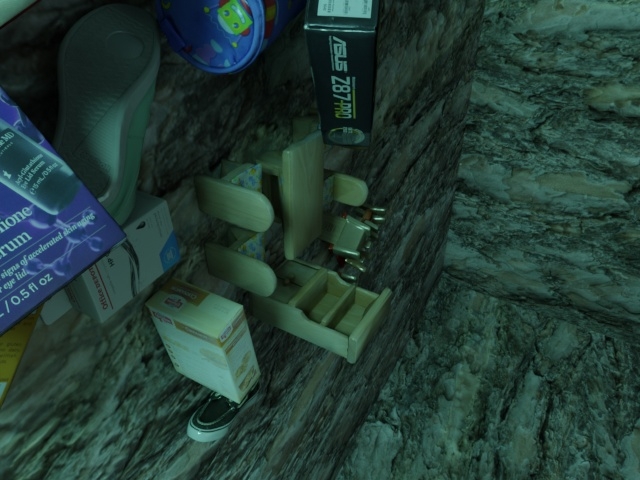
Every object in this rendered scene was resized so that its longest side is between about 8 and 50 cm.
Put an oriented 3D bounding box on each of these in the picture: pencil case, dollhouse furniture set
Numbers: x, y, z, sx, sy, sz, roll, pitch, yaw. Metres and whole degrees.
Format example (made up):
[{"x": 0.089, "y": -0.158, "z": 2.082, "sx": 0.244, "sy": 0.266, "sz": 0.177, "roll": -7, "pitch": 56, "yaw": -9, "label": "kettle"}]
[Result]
[{"x": -0.092, "y": -0.303, "z": 0.600, "sx": 0.306, "sy": 0.133, "sz": 0.119, "roll": -71, "pitch": 146, "yaw": -51, "label": "pencil case"}, {"x": 0.000, "y": 0.000, "z": 0.930, "sx": 0.362, "sy": 0.256, "sz": 0.394, "roll": -44, "pitch": 145, "yaw": -47, "label": "dollhouse furniture set"}, {"x": 0.061, "y": 0.010, "z": 1.278, "sx": 0.259, "sy": 0.135, "sz": 0.262, "roll": 66, "pitch": 46, "yaw": -72, "label": "dollhouse furniture set"}]

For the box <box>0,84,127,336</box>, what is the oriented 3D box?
[{"x": -0.285, "y": -0.028, "z": 0.366, "sx": 0.207, "sy": 0.108, "sz": 0.153, "roll": 54, "pitch": 49, "yaw": -18, "label": "box"}]

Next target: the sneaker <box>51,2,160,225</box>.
[{"x": -0.243, "y": -0.132, "z": 0.554, "sx": 0.151, "sy": 0.094, "sz": 0.256, "roll": 137, "pitch": -38, "yaw": -66, "label": "sneaker"}]

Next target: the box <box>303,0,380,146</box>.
[{"x": 0.049, "y": -0.386, "z": 0.735, "sx": 0.318, "sy": 0.097, "sz": 0.395, "roll": 81, "pitch": 13, "yaw": -76, "label": "box"}]

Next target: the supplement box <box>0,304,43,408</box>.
[{"x": -0.337, "y": 0.075, "z": 0.483, "sx": 0.080, "sy": 0.078, "sz": 0.234, "roll": 34, "pitch": 75, "yaw": -62, "label": "supplement box"}]

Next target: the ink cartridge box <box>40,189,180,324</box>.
[{"x": -0.268, "y": 0.027, "z": 0.615, "sx": 0.180, "sy": 0.060, "sz": 0.104, "roll": -48, "pitch": 148, "yaw": -42, "label": "ink cartridge box"}]

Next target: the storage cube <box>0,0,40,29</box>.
[{"x": -0.253, "y": -0.248, "z": 0.286, "sx": 0.184, "sy": 0.193, "sz": 0.215, "roll": -56, "pitch": 151, "yaw": -30, "label": "storage cube"}]

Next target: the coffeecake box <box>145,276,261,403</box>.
[{"x": -0.185, "y": 0.164, "z": 0.791, "sx": 0.068, "sy": 0.142, "sz": 0.186, "roll": -52, "pitch": 150, "yaw": -39, "label": "coffeecake box"}]

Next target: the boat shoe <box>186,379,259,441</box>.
[{"x": -0.192, "y": 0.323, "z": 0.986, "sx": 0.219, "sy": 0.077, "sz": 0.070, "roll": -26, "pitch": 132, "yaw": -69, "label": "boat shoe"}]
